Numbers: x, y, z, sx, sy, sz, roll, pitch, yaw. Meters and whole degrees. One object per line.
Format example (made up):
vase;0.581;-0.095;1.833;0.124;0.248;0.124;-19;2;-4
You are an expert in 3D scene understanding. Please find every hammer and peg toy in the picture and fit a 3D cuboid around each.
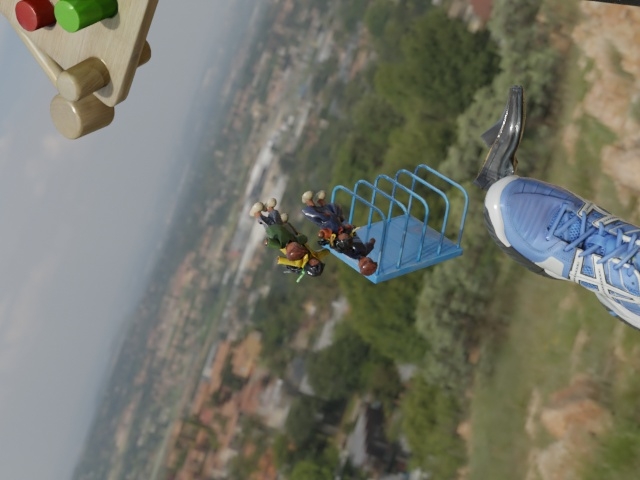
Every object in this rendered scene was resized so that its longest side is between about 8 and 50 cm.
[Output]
hammer and peg toy;-0.303;-0.277;1.388;0.127;0.266;0.361;-39;-15;-42

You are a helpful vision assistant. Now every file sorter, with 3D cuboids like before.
file sorter;0.108;-0.030;1.746;0.118;0.170;0.104;36;128;39

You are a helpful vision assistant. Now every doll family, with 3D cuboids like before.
doll family;0.000;0.000;1.578;0.111;0.193;0.076;51;139;30

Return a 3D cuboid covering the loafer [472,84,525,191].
loafer;0.265;-0.148;1.843;0.062;0.061;0.170;-45;-35;-69

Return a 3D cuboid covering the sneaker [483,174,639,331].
sneaker;0.230;0.004;1.019;0.080;0.211;0.081;-68;14;-16

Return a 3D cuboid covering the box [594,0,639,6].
box;0.292;-0.332;1.185;0.216;0.060;0.270;-56;28;-2
